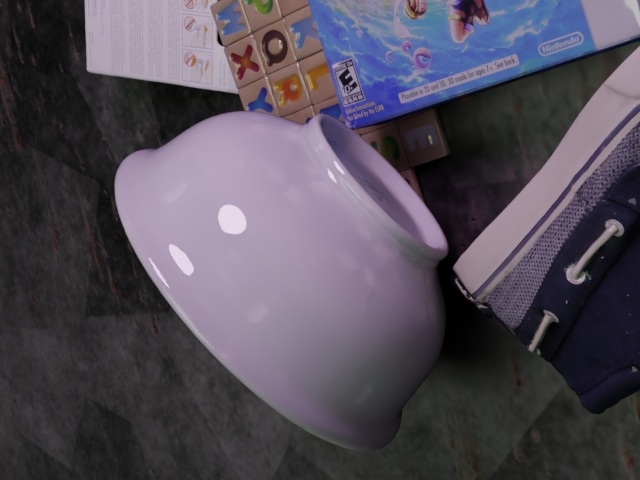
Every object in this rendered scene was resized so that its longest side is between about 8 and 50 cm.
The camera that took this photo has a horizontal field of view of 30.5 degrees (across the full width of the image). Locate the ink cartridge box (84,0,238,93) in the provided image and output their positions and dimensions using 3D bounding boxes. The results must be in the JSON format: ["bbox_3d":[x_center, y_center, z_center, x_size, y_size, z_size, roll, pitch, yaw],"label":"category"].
[{"bbox_3d":[-0.141,-0.222,1.107,0.179,0.045,0.145,11,112,22],"label":"ink cartridge box"}]

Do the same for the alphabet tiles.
[{"bbox_3d":[0.008,-0.122,0.998,0.198,0.009,0.237,-17,92,42],"label":"alphabet tiles"}]

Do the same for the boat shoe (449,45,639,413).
[{"bbox_3d":[0.231,-0.024,0.760,0.158,0.127,0.340,48,140,13],"label":"boat shoe"}]

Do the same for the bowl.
[{"bbox_3d":[0.000,0.000,0.880,0.134,0.298,0.298,-44,71,16],"label":"bowl"}]

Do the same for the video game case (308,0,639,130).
[{"bbox_3d":[0.095,-0.229,0.842,0.270,0.061,0.244,-14,93,43],"label":"video game case"}]
